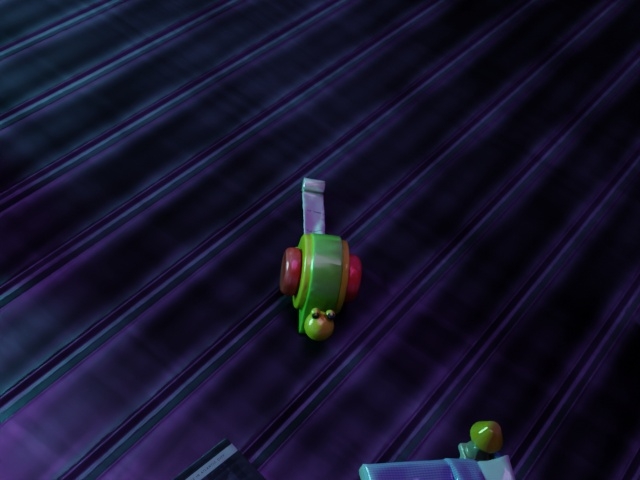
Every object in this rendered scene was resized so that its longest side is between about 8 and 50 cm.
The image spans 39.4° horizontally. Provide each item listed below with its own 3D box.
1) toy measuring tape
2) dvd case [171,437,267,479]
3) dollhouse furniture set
[{"bbox_3d":[0.000,0.000,1.305,0.121,0.121,0.330,8,48,-9],"label":"toy measuring tape"},{"bbox_3d":[-0.096,0.353,1.026,0.221,0.018,0.164,42,52,19],"label":"dvd case"},{"bbox_3d":[0.132,0.321,0.983,0.286,0.198,0.303,4,49,-19],"label":"dollhouse furniture set"}]
